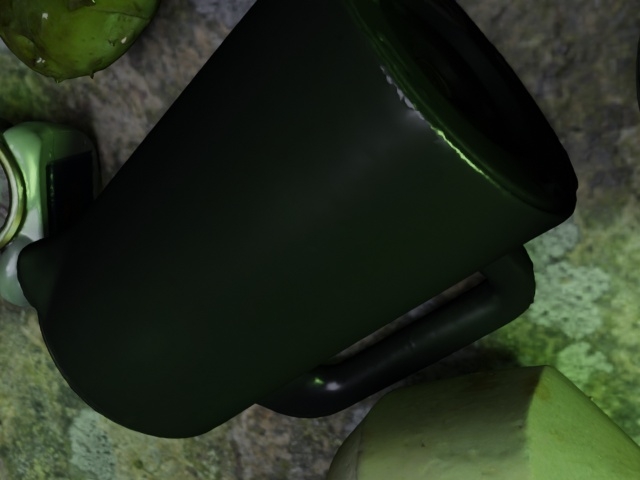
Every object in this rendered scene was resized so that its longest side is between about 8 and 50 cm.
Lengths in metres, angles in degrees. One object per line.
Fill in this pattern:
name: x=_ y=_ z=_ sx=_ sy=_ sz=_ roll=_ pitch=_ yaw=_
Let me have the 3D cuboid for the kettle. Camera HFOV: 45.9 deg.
kettle: x=-0.007 y=-0.012 z=0.505 sx=0.308 sy=0.262 sz=0.203 roll=-39 pitch=62 yaw=30

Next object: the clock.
clock: x=-0.304 y=-0.023 z=0.588 sx=0.243 sy=0.146 sz=0.199 roll=2 pitch=108 yaw=11

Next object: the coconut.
coconut: x=0.128 y=0.198 z=0.519 sx=0.241 sy=0.241 sz=0.241 roll=6 pitch=114 yaw=14

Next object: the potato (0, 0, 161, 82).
potato: x=-0.138 y=-0.205 z=0.488 sx=0.117 sy=0.090 sz=0.225 roll=38 pitch=111 yaw=5

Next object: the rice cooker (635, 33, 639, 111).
rice cooker: x=0.284 y=-0.062 z=0.321 sx=0.288 sy=0.277 sz=0.288 roll=7 pitch=116 yaw=15
